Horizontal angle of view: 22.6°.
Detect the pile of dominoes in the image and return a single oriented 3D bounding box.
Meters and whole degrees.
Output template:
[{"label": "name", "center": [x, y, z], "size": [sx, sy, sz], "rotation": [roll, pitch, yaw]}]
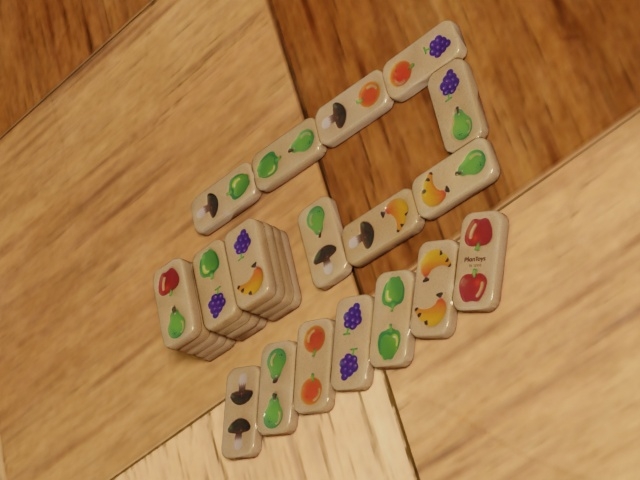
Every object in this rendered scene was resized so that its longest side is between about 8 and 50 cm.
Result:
[{"label": "pile of dominoes", "center": [0.000, 0.000, 0.977], "size": [0.251, 0.040, 0.196], "rotation": [-34, 53, 30]}]
